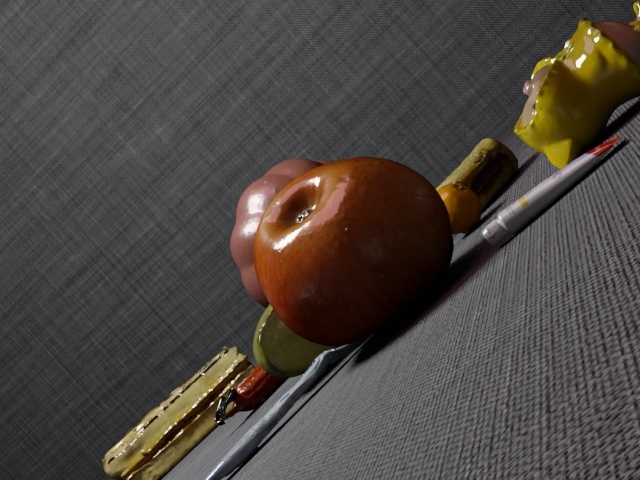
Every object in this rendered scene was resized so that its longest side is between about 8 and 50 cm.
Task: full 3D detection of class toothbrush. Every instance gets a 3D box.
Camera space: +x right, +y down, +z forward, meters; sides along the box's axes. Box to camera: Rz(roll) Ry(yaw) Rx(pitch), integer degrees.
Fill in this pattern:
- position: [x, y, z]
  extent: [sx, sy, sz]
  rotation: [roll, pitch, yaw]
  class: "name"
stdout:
- position: [-0.022, 0.195, 1.399]
  extent: [0.413, 0.042, 0.035]
  rotation: [-45, 2, -25]
  class: "toothbrush"

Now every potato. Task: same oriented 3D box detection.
- position: [0.004, 0.105, 1.565]
  extent: [0.298, 0.141, 0.176]
  rotation: [-53, -5, -44]
  class: "potato"

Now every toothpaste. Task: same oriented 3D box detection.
- position: [0.267, -0.060, 1.204]
  extent: [0.190, 0.031, 0.048]
  rotation: [-39, -2, 14]
  class: "toothpaste"

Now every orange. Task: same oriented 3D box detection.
- position: [0.209, -0.049, 1.614]
  extent: [0.083, 0.083, 0.083]
  rotation: [-42, 0, 0]
  class: "orange"

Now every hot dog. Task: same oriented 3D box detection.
- position: [0.276, -0.110, 1.780]
  extent: [0.073, 0.084, 0.242]
  rotation: [-36, 4, 45]
  class: "hot dog"

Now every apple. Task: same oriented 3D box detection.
- position: [0.035, 0.011, 1.363]
  extent: [0.251, 0.206, 0.272]
  rotation: [-49, 23, -26]
  class: "apple"

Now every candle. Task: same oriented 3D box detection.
- position: [-0.091, 0.238, 1.879]
  extent: [0.302, 0.059, 0.084]
  rotation: [-40, -13, -39]
  class: "candle"

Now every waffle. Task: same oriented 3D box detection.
- position: [-0.297, 0.382, 2.224]
  extent: [0.376, 0.114, 0.261]
  rotation: [-42, 0, -13]
  class: "waffle"

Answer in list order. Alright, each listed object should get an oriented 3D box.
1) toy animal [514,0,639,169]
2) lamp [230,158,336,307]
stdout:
- position: [0.357, -0.208, 1.365]
  extent: [0.230, 0.156, 0.156]
  rotation: [-52, -3, 20]
  class: "toy animal"
- position: [0.000, 0.000, 1.800]
  extent: [0.305, 0.305, 0.240]
  rotation: [-42, 12, -32]
  class: "lamp"
